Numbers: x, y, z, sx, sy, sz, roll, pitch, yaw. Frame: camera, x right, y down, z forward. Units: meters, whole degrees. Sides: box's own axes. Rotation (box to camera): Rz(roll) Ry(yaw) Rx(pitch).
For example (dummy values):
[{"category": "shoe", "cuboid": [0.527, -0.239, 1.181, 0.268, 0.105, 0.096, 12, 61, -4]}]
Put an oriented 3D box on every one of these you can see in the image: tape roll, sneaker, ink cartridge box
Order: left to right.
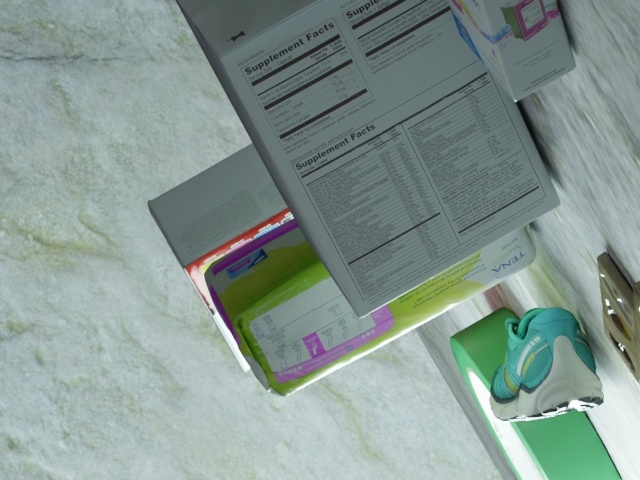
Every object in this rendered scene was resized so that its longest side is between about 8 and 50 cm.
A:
[{"category": "ink cartridge box", "cuboid": [0.000, 0.000, 2.206, 0.130, 0.309, 0.272, 57, 176, 43]}, {"category": "ink cartridge box", "cuboid": [0.116, -0.167, 1.249, 0.088, 0.052, 0.122, 57, 174, 44]}, {"category": "tape roll", "cuboid": [0.264, 0.234, 2.246, 0.321, 0.077, 0.321, 60, 177, 5]}, {"category": "sneaker", "cuboid": [0.227, 0.121, 1.903, 0.275, 0.107, 0.110, 124, 136, -81]}]

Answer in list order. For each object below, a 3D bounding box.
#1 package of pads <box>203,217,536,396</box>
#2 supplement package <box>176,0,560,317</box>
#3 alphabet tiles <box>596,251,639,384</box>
[{"category": "package of pads", "cuboid": [0.044, 0.022, 1.840, 0.101, 0.296, 0.229, 63, 176, -16]}, {"category": "supplement package", "cuboid": [0.036, -0.121, 1.574, 0.263, 0.198, 0.199, 62, 177, -28]}, {"category": "alphabet tiles", "cuboid": [0.317, 0.175, 1.512, 0.342, 0.011, 0.285, 59, 177, 27]}]
